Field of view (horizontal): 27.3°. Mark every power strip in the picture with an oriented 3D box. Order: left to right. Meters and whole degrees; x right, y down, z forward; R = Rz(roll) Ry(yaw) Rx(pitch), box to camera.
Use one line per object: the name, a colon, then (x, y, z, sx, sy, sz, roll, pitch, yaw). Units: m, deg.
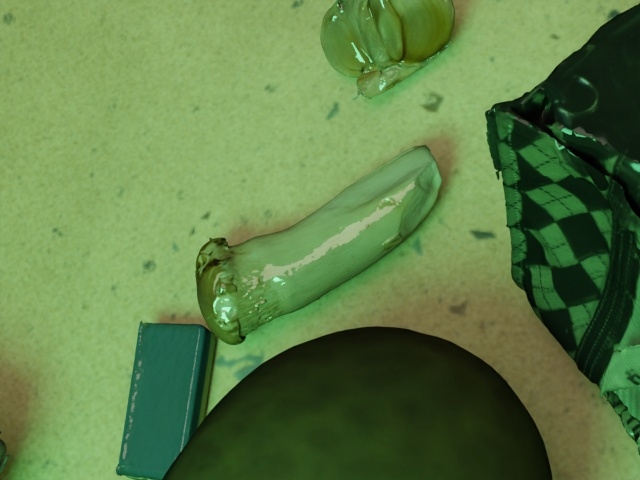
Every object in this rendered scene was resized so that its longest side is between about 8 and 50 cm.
power strip: (-0.117, 0.125, 1.001, 0.056, 0.032, 0.123, 1, 71, 18)

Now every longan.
longan: (0.027, 0.199, 0.822, 0.243, 0.300, 0.300, -5, 61, 61)

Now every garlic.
garlic: (0.050, -0.174, 1.039, 0.113, 0.094, 0.074, -18, 25, 16)

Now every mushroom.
mushroom: (0.000, 0.000, 0.996, 0.209, 0.071, 0.084, -29, 32, 2)

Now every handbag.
handbag: (0.281, 0.080, 0.736, 0.180, 0.316, 0.416, -35, 64, -5)

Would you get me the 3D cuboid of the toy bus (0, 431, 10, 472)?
toy bus: (-0.335, 0.258, 0.923, 0.138, 0.112, 0.316, 15, 70, 8)
